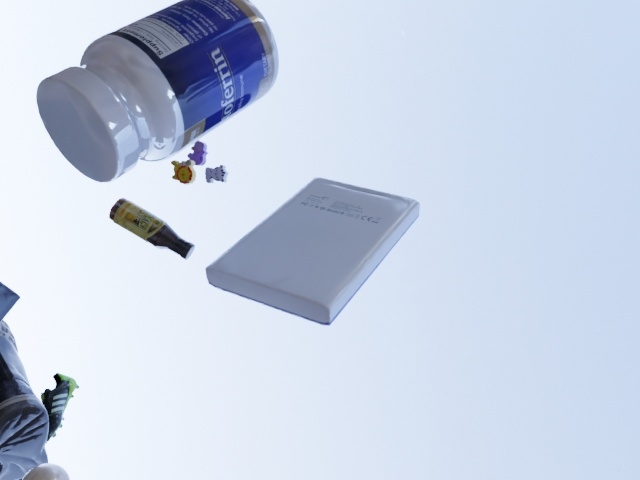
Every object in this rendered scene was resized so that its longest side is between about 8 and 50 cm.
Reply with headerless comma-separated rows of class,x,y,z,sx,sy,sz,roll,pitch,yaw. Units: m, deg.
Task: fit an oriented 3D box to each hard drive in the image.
hard drive,0.000,0.000,0.977,0.210,0.040,0.319,16,-143,25

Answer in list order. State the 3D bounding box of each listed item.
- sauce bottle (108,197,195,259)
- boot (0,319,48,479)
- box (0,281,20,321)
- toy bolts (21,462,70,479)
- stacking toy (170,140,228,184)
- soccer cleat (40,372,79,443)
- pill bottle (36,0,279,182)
sauce bottle,-0.241,-0.015,0.881,0.128,0.042,0.042,29,-95,2
boot,-0.688,0.368,1.300,0.284,0.138,0.377,50,-47,32
box,-0.812,0.094,1.073,0.212,0.395,0.293,9,-122,38
toy bolts,-0.300,0.376,0.730,0.229,0.218,0.158,17,-95,45
stacking toy,-0.263,-0.226,1.312,0.052,0.167,0.221,-5,-89,16
soccer cleat,-0.639,0.398,1.455,0.060,0.072,0.178,-36,-150,30
pill bottle,-0.184,-0.186,0.726,0.153,0.153,0.265,20,-134,30
